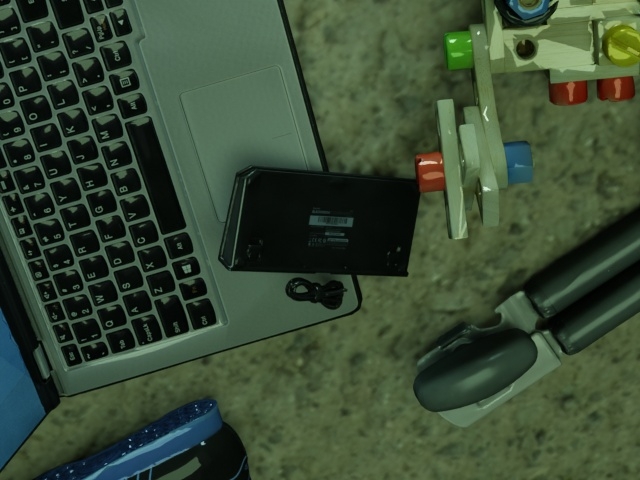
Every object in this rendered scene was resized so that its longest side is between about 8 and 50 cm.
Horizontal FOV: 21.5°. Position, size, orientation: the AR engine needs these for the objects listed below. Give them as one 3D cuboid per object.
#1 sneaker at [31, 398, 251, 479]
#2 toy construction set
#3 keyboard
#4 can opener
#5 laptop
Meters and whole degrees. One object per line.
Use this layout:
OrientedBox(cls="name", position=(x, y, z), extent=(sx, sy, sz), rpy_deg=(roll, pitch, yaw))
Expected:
OrientedBox(cls="sneaker", position=(-0.166, 0.217, 1.357), extent=(0.232, 0.081, 0.090), rpy_deg=(-26, 102, 1))
OrientedBox(cls="toy construction set", position=(0.216, -0.113, 1.269), extent=(0.328, 0.151, 0.215), rpy_deg=(-11, 109, -14))
OrientedBox(cls="keyboard", position=(0.000, 0.000, 1.292), extent=(0.180, 0.023, 0.108), rpy_deg=(3, 100, -39))
OrientedBox(cls="can opener", position=(0.202, 0.060, 1.349), extent=(0.280, 0.093, 0.074), rpy_deg=(-35, 107, 0))
OrientedBox(cls="laptop", position=(-0.185, 0.006, 1.170), extent=(0.408, 0.236, 0.382), rpy_deg=(-16, 122, -1))
